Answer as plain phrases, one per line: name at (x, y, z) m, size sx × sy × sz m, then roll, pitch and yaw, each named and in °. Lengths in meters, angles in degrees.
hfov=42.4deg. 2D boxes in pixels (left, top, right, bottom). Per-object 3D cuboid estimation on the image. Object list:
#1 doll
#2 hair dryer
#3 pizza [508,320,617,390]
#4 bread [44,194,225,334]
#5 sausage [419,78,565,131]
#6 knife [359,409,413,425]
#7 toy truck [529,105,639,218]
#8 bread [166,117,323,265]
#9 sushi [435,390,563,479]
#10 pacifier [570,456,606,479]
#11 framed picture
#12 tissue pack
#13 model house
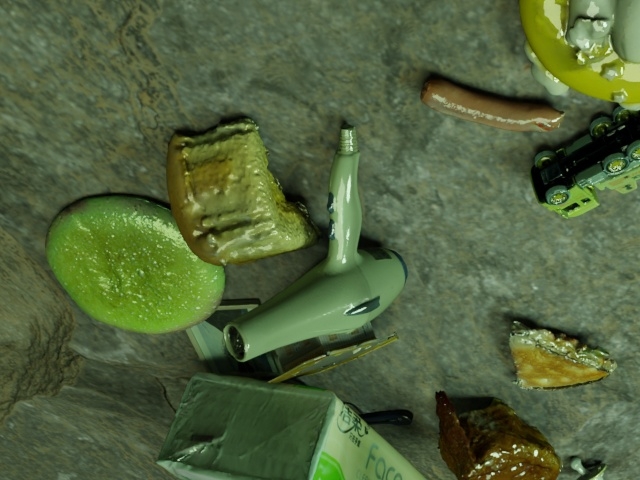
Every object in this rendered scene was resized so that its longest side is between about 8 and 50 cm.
doll at (0.331, -0.242, 0.871) m, size 0.238 × 0.111 × 0.252 m, roll 10°, pitch 139°, yaw 23°
hair dryer at (-0.020, 0.036, 1.111) m, size 0.119 × 0.296 × 0.298 m, roll 24°, pitch 146°, yaw 43°
pizza at (0.362, 0.181, 1.333) m, size 0.185 × 0.052 × 0.195 m, roll -22°, pitch 132°, yaw 38°
bread at (-0.291, 0.051, 1.314) m, size 0.302 × 0.045 × 0.301 m, roll 5°, pitch 132°, yaw 6°
sausage at (0.209, -0.164, 1.017) m, size 0.177 × 0.040 × 0.047 m, roll 14°, pitch 129°, yaw -4°
knife at (0.115, 0.338, 1.562) m, size 0.121 × 0.018 × 0.031 m, roll -9°, pitch 131°, yaw 21°
toy truck at (0.360, -0.092, 1.042) m, size 0.169 × 0.077 × 0.100 m, roll -33°, pitch 135°, yaw 31°
bread at (-0.116, -0.029, 1.147) m, size 0.174 × 0.133 × 0.251 m, roll -12°, pitch 131°, yaw 19°
sushi at (0.309, 0.373, 1.478) m, size 0.297 × 0.179 × 0.166 m, roll 15°, pitch 114°, yaw -27°
pacifier at (0.505, 0.441, 1.581) m, size 0.083 × 0.068 × 0.064 m, roll -41°, pitch 83°, yaw 20°
framed picture at (-0.154, 0.176, 1.446) m, size 0.150 × 0.015 × 0.203 m, roll -3°, pitch 134°, yaw 13°
tissue pack at (-0.031, 0.412, 1.464) m, size 0.332 × 0.205 × 0.405 m, roll -2°, pitch 144°, yaw 35°
model house at (-0.007, 0.136, 1.325) m, size 0.208 × 0.135 × 0.219 m, roll -12°, pitch 166°, yaw -35°
